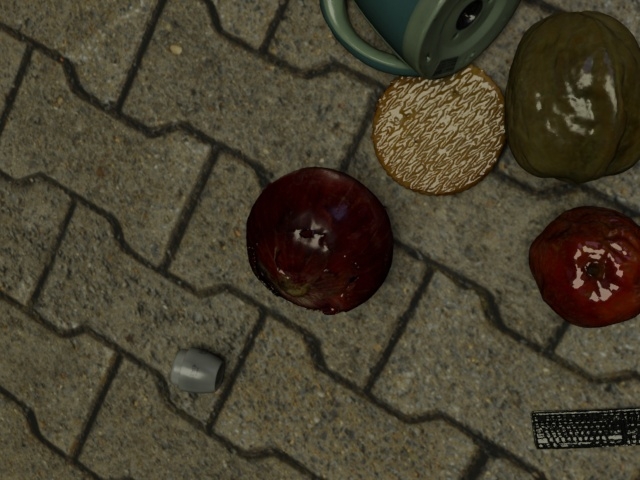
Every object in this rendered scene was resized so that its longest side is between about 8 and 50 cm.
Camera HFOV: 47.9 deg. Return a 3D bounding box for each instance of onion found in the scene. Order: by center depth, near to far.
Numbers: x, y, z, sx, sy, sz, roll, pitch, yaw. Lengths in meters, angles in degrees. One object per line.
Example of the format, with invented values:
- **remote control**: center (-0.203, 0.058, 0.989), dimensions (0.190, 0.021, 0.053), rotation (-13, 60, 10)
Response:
- **onion**: center (0.000, 0.000, 1.298), dimensions (0.276, 0.276, 0.276), rotation (1, 95, 17)

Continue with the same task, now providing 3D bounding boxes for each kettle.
- **kettle**: center (0.128, -0.447, 1.241), dimensions (0.342, 0.247, 0.319), rotation (48, 128, 22)

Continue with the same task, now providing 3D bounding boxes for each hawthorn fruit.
- **hawthorn fruit**: center (0.442, 0.046, 1.159), dimensions (0.207, 0.243, 0.207), rotation (1, 92, 19)

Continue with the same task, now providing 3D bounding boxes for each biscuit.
- **biscuit**: center (0.217, -0.204, 1.316), dimensions (0.254, 0.035, 0.254), rotation (1, 93, 16)

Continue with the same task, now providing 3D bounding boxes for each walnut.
- **walnut**: center (0.410, -0.228, 1.153), dimensions (0.227, 0.283, 0.283), rotation (-6, 93, -12)

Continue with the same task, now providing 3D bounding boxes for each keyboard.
- **keyboard**: center (0.496, 0.335, 1.279), dimensions (0.231, 0.023, 0.072), rotation (-7, 94, 17)

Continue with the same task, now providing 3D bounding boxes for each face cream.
- **face cream**: center (-0.250, 0.266, 1.466), dimensions (0.095, 0.091, 0.091), rotation (12, 98, 8)
